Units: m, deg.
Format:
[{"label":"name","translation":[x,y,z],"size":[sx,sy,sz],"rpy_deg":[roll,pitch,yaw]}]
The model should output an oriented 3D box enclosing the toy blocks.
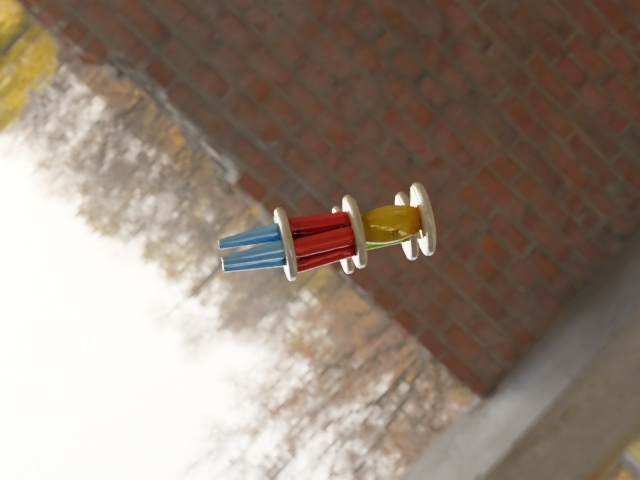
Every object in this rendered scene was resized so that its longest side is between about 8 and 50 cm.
[{"label":"toy blocks","translation":[0.000,0.000,0.922],"size":[0.123,0.148,0.054],"rpy_deg":[146,114,-83]}]
